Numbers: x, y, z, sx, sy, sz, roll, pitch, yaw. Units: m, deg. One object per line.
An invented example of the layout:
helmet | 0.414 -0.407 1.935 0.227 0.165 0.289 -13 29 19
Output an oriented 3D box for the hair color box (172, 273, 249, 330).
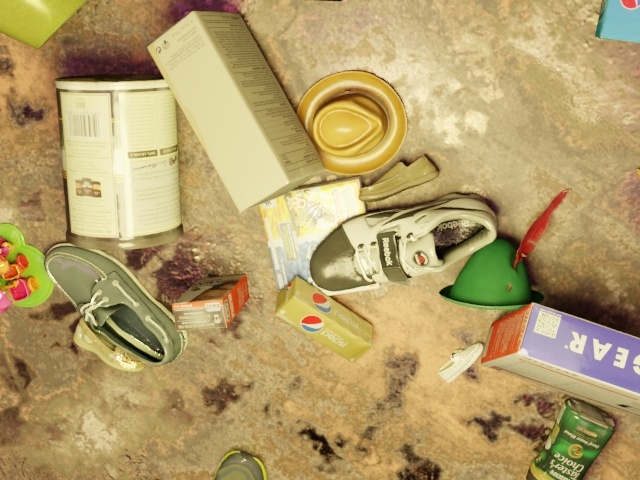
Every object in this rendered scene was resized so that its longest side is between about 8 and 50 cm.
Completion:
hair color box | -0.192 0.108 1.519 0.093 0.167 0.053 -5 104 10

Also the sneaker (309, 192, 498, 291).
sneaker | 0.137 0.008 1.422 0.331 0.146 0.122 -21 104 3

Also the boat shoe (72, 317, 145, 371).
boat shoe | -0.403 0.201 1.637 0.153 0.056 0.048 29 112 8

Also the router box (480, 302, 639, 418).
router box | 0.454 0.208 1.373 0.336 0.301 0.082 19 79 3

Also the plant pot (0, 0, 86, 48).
plant pot | -0.530 -0.467 1.392 0.275 0.274 0.293 -40 111 16

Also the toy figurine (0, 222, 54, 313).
toy figurine | -0.596 0.066 1.576 0.130 0.159 0.173 -17 101 13

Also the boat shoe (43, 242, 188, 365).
boat shoe | -0.390 0.120 1.589 0.319 0.099 0.116 39 107 -2

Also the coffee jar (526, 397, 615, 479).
coffee jar | 0.448 0.385 1.536 0.096 0.079 0.184 23 107 3

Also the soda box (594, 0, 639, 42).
soda box | 0.487 -0.417 1.325 0.071 0.067 0.210 9 105 7

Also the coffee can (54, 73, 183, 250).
coffee can | -0.341 -0.140 1.460 0.202 0.201 0.275 2 105 8

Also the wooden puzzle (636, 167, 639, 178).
wooden puzzle | 0.578 -0.134 1.415 0.116 0.014 0.078 -31 102 15

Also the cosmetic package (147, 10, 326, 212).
cosmetic package | -0.133 -0.215 1.400 0.113 0.160 0.309 -28 89 27

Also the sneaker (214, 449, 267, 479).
sneaker | -0.188 0.547 1.657 0.111 0.121 0.299 20 107 3

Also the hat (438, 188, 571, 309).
hat | 0.297 0.006 1.428 0.173 0.208 0.183 8 101 32

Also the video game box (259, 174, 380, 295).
video game box | 0.000 0.000 1.524 0.187 0.048 0.205 -10 103 9

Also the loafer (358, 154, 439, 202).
loafer | 0.130 -0.106 1.465 0.148 0.056 0.050 -20 86 -10

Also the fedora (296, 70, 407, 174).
fedora | 0.049 -0.195 1.447 0.195 0.079 0.194 2 105 8

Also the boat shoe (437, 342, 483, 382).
boat shoe | 0.252 0.216 1.548 0.035 0.035 0.100 40 113 -6

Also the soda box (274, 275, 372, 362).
soda box | 0.009 0.143 1.519 0.181 0.061 0.058 34 121 -20
